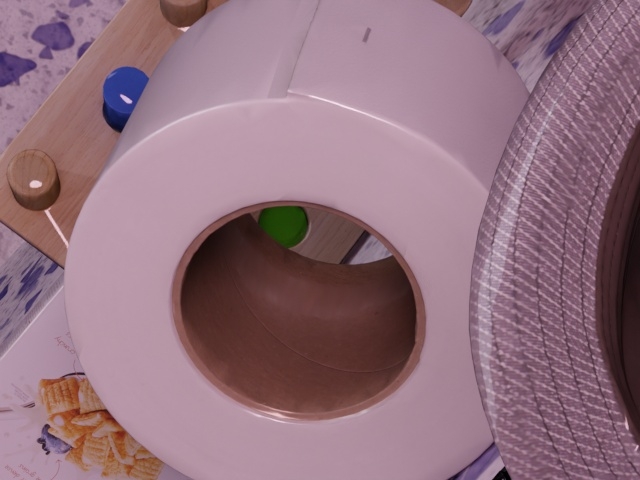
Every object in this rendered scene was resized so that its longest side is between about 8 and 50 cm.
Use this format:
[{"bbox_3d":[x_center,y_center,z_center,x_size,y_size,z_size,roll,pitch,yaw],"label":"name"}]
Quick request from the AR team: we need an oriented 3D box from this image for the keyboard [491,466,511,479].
[{"bbox_3d":[0.127,0.068,0.911,0.192,0.038,0.100,-50,13,3],"label":"keyboard"}]

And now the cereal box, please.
[{"bbox_3d":[-0.133,0.102,1.366,0.240,0.173,0.047,-51,14,0],"label":"cereal box"}]

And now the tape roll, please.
[{"bbox_3d":[0.000,0.000,1.060,0.246,0.246,0.169,-43,14,26],"label":"tape roll"}]

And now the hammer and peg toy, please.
[{"bbox_3d":[-0.061,-0.100,1.504,0.361,0.266,0.127,-53,-5,-11],"label":"hammer and peg toy"}]

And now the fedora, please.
[{"bbox_3d":[0.172,0.024,0.592,0.124,0.244,0.275,83,-150,-67],"label":"fedora"}]
